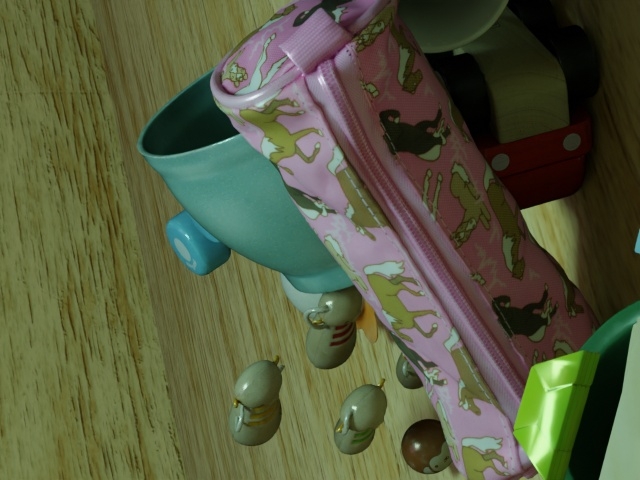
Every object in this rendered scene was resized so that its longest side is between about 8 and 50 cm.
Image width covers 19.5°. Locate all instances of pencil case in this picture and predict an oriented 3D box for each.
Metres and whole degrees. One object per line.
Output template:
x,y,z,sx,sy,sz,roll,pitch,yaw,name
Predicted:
0.074,-0.008,1.332,0.167,0.160,0.386,-8,122,49,pencil case

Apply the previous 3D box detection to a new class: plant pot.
0.007,-0.076,1.716,0.196,0.293,0.293,60,173,-19,plant pot

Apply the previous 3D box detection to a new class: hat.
0.264,0.150,1.241,0.208,0.183,0.173,-42,46,22,hat

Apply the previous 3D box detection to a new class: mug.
0.050,-0.224,1.417,0.169,0.150,0.113,-116,9,-55,mug

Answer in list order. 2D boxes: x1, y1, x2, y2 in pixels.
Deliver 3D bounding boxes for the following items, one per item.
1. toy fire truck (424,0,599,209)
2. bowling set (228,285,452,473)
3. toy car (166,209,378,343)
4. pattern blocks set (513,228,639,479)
0.121,-0.069,1.499,0.217,0.158,0.246,-120,17,-57,toy fire truck
0.064,0.121,1.778,0.200,0.287,0.154,35,159,10,bowling set
0.000,0.000,1.956,0.238,0.219,0.210,52,158,7,toy car
0.227,0.138,1.109,0.285,0.026,0.325,31,106,46,pattern blocks set
